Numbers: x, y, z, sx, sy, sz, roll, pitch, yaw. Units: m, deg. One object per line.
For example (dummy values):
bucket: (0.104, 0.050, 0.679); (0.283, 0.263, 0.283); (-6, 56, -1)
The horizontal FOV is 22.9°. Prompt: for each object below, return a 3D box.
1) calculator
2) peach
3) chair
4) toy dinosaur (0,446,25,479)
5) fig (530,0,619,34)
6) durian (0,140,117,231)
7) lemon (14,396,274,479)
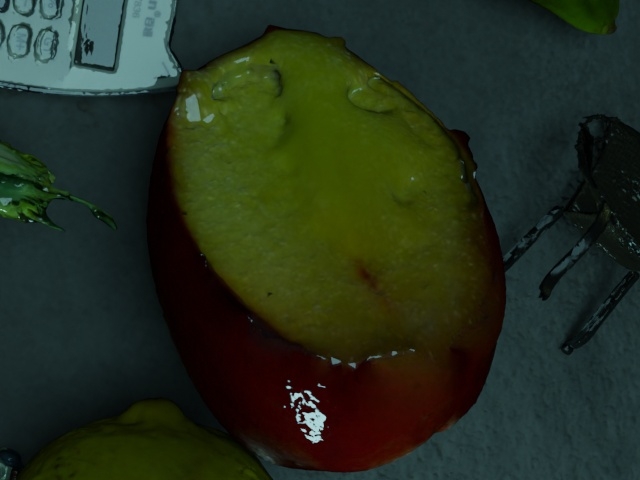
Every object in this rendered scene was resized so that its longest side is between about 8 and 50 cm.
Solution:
calculator: (-0.230, -0.207, 1.245); (0.268, 0.040, 0.177); (9, 91, -18)
peach: (0.000, 0.000, 1.213); (0.281, 0.281, 0.338); (-16, 98, -16)
chair: (0.261, -0.004, 1.370); (0.174, 0.149, 0.213); (38, 79, -16)
toy dinosaur: (-0.264, 0.182, 1.263); (0.083, 0.047, 0.031); (11, 90, -17)
fig: (0.180, -0.289, 1.324); (0.167, 0.167, 0.233); (-22, 140, -15)
durian: (-0.323, -0.094, 1.165); (0.375, 0.132, 0.107); (16, 72, 1)
lemon: (-0.137, 0.271, 1.208); (0.260, 0.260, 0.284); (28, 84, -18)
